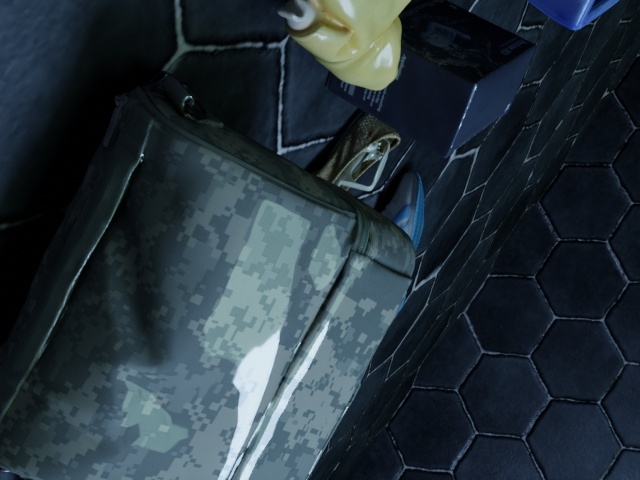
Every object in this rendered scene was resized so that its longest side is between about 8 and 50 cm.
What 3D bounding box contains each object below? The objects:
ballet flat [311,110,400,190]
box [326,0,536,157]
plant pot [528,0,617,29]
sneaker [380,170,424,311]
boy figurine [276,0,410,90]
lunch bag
[{"bbox_3d":[0.024,-0.068,0.955,0.206,0.067,0.073,-53,161,-8],"label":"ballet flat"},{"bbox_3d":[0.120,-0.186,0.857,0.156,0.158,0.093,-37,153,-45],"label":"box"},{"bbox_3d":[0.246,-0.378,0.768,0.236,0.212,0.236,-39,154,-41],"label":"plant pot"},{"bbox_3d":[0.103,-0.004,1.234,0.087,0.092,0.229,47,58,-68],"label":"sneaker"},{"bbox_3d":[0.030,-0.231,0.674,0.177,0.092,0.285,-53,161,-11],"label":"boy figurine"},{"bbox_3d":[-0.103,0.052,0.630,0.256,0.212,0.305,23,98,-52],"label":"lunch bag"}]
